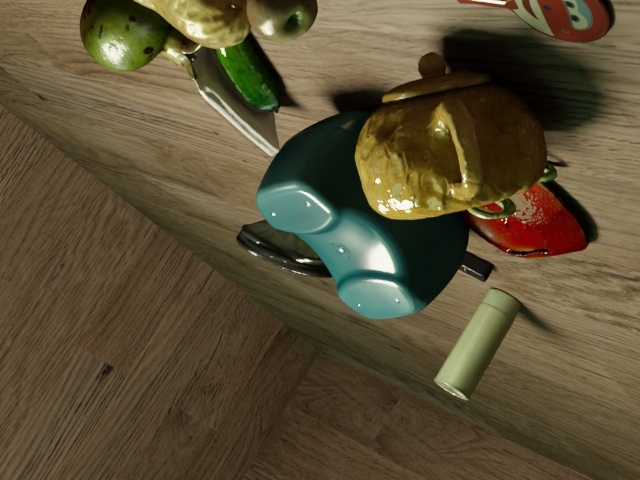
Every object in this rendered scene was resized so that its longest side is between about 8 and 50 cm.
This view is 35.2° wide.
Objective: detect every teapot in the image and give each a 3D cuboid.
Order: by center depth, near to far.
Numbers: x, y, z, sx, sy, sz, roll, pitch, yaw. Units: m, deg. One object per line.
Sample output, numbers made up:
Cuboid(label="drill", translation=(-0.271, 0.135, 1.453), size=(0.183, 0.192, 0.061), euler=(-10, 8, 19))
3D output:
Cuboid(label="teapot", translation=(0.134, -0.120, 1.083), size=(0.311, 0.203, 0.167), euler=(-76, -27, -81))

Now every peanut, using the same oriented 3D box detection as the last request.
Cuboid(label="peanut", translation=(-0.185, -0.321, 1.242), size=(0.229, 0.098, 0.103), euler=(33, 127, -6))

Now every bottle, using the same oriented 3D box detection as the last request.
Cuboid(label="bottle", translation=(0.288, 0.188, 1.837), size=(0.072, 0.201, 0.072), euler=(31, 168, 8))

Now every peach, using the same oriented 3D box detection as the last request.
Cuboid(label="peach", translation=(-0.045, -0.266, 1.144), size=(0.083, 0.083, 0.083), euler=(31, 168, 7))
Cuboid(label="peach", translation=(0.251, -0.040, 1.343), size=(0.189, 0.068, 0.279), euler=(14, 159, 50))

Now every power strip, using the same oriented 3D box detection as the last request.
Cuboid(label="power strip", translation=(0.243, 0.035, 1.748), size=(0.111, 0.029, 0.038), euler=(28, 167, 22))

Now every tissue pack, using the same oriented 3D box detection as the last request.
Cuboid(label="tissue pack", translation=(0.071, -0.047, 1.421), size=(0.287, 0.206, 0.198), euler=(45, 153, -19))

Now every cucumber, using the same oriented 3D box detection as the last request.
Cuboid(label="cucumber", translation=(-0.103, -0.242, 1.450), size=(0.056, 0.056, 0.250), euler=(26, 166, 29))

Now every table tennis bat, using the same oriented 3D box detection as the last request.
Cuboid(label="table tennis bat", translation=(0.189, -0.215, 0.908), size=(0.154, 0.019, 0.098), euler=(19, 163, 37))

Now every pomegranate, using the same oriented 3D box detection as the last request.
Cuboid(label="pomegranate", translation=(-0.250, -0.305, 1.409), size=(0.169, 0.148, 0.148), euler=(3, 179, -22))

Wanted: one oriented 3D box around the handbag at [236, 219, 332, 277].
Cuboid(label="handbag", translation=(0.002, 0.000, 1.843), size=(0.191, 0.075, 0.332), euler=(21, -162, 25))

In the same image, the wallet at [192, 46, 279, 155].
Cuboid(label="wallet", translation=(-0.124, -0.216, 1.520), size=(0.183, 0.032, 0.124), euler=(42, -152, -40))

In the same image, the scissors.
Cuboid(label="scissors", translation=(0.180, -0.078, 1.227), size=(0.187, 0.133, 0.020), euler=(22, 133, 39))
